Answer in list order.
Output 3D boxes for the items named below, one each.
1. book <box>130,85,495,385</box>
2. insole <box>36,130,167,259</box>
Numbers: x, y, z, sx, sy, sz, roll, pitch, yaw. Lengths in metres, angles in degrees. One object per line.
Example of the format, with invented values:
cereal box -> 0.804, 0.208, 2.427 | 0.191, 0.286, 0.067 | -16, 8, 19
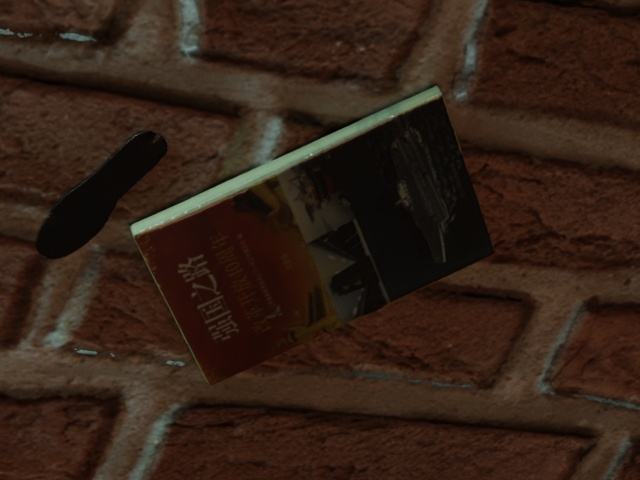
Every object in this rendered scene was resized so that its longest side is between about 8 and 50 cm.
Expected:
book -> 0.000, 0.000, 2.191 | 0.374, 0.028, 0.262 | -25, 134, -2
insole -> -0.234, -0.048, 2.068 | 0.188, 0.004, 0.064 | -44, 130, 14
